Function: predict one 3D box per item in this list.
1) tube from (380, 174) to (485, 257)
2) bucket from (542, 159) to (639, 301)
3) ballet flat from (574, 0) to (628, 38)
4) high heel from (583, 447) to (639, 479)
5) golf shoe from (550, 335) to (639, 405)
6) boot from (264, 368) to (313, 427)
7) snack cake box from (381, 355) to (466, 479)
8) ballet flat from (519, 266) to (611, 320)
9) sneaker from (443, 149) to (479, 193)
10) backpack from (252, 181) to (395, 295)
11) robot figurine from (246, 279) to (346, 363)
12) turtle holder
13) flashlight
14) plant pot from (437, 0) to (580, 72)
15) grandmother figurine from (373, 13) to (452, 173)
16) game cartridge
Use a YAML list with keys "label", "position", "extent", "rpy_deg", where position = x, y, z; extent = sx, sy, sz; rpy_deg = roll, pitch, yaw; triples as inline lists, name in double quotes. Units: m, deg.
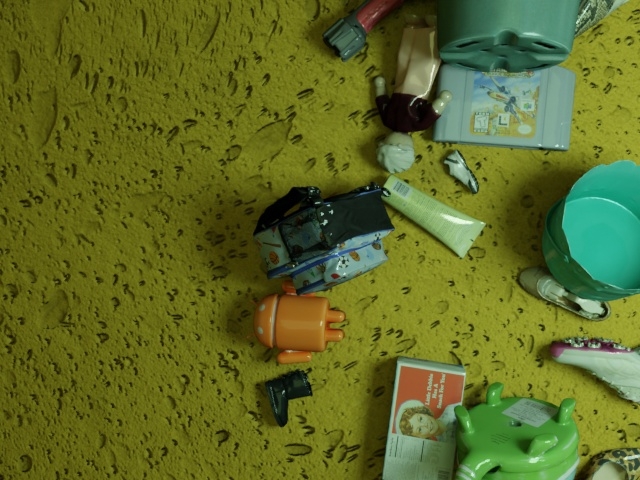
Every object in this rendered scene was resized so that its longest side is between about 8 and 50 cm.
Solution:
- label: "tube"
  position: [0.242, -0.060, 1.446]
  extent: [0.240, 0.070, 0.062]
  rpy_deg: [31, 49, 3]
- label: "bucket"
  position: [0.596, -0.010, 1.306]
  extent: [0.281, 0.183, 0.281]
  rpy_deg: [0, 74, 0]
- label: "ballet flat"
  position: [0.610, -0.616, 1.360]
  extent: [0.182, 0.164, 0.482]
  rpy_deg: [14, 90, -13]
- label: "high heel"
  position: [0.596, 0.524, 1.330]
  extent: [0.261, 0.186, 0.093]
  rpy_deg: [-33, 86, 6]
- label: "golf shoe"
  position: [0.644, 0.281, 1.365]
  extent: [0.307, 0.115, 0.140]
  rpy_deg: [6, 94, 8]
- label: "boot"
  position: [-0.067, 0.362, 1.490]
  extent: [0.099, 0.045, 0.121]
  rpy_deg: [-18, 87, 4]
- label: "snack cake box"
  position: [0.228, 0.402, 1.428]
  extent: [0.152, 0.089, 0.264]
  rpy_deg: [8, 91, 9]
- label: "ballet flat"
  position: [0.536, 0.115, 1.399]
  extent: [0.206, 0.067, 0.073]
  rpy_deg: [22, 95, 7]
- label: "sneaker"
  position: [0.318, -0.149, 1.447]
  extent: [0.044, 0.040, 0.109]
  rpy_deg: [-32, 82, 22]
- label: "backpack"
  position: [0.000, 0.000, 1.377]
  extent: [0.264, 0.277, 0.213]
  rpy_deg: [-15, 86, 40]
- label: "robot figurine"
  position: [-0.055, 0.186, 1.444]
  extent: [0.220, 0.128, 0.158]
  rpy_deg: [4, 125, 7]
- label: "turtle holder"
  position: [0.393, 0.457, 1.297]
  extent: [0.244, 0.320, 0.227]
  rpy_deg: [0, 106, 20]
- label: "flashlight"
  position: [0.148, -0.522, 1.434]
  extent: [0.304, 0.103, 0.103]
  rpy_deg: [-40, 88, 4]
- label: "plant pot"
  position: [0.367, -0.521, 1.252]
  extent: [0.342, 0.341, 0.333]
  rpy_deg: [4, 89, 7]
- label: "grandmother figurine"
  position: [0.202, -0.314, 1.419]
  extent: [0.104, 0.208, 0.342]
  rpy_deg: [8, 101, -36]
- label: "game cartridge"
  position: [0.404, -0.306, 1.425]
  extent: [0.298, 0.062, 0.198]
  rpy_deg: [5, 95, 7]
